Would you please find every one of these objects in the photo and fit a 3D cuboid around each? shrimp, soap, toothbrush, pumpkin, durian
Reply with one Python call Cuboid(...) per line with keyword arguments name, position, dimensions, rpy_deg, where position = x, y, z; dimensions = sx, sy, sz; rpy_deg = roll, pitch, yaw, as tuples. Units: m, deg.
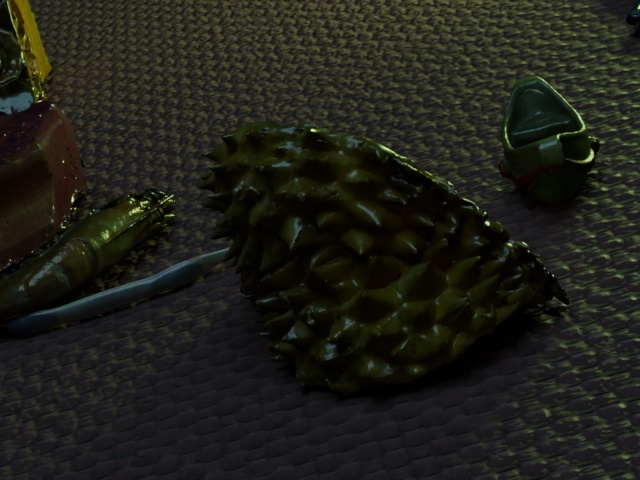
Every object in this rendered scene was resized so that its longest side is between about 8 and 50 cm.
Cuboid(name="shrimp", position=(-0.224, 0.015, 1.597), dimensions=(0.236, 0.053, 0.133), rpy_deg=(-38, 6, -40))
Cuboid(name="soap", position=(-0.334, -0.036, 1.691), dimensions=(0.182, 0.112, 0.289), rpy_deg=(4, 28, 38))
Cuboid(name="toothbrush", position=(-0.142, 0.036, 1.519), dimensions=(0.269, 0.021, 0.027), rpy_deg=(-18, 18, -3))
Cuboid(name="pumpkin", position=(-0.402, -0.198, 2.132), dimensions=(0.139, 0.190, 0.281), rpy_deg=(-16, 67, -1))
Cuboid(name="durian", position=(0.005, -0.006, 1.317), dimensions=(0.305, 0.196, 0.185), rpy_deg=(11, 42, 43))

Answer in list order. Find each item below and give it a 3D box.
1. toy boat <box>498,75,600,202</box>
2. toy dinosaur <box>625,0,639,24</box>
Cuboid(name="toy boat", position=(0.193, -0.083, 1.503), dimensions=(0.089, 0.071, 0.185), rpy_deg=(-15, 23, 6))
Cuboid(name="toy dinosaur", position=(0.366, -0.322, 1.914), dimensions=(0.147, 0.076, 0.363), rpy_deg=(-21, 27, 6))
